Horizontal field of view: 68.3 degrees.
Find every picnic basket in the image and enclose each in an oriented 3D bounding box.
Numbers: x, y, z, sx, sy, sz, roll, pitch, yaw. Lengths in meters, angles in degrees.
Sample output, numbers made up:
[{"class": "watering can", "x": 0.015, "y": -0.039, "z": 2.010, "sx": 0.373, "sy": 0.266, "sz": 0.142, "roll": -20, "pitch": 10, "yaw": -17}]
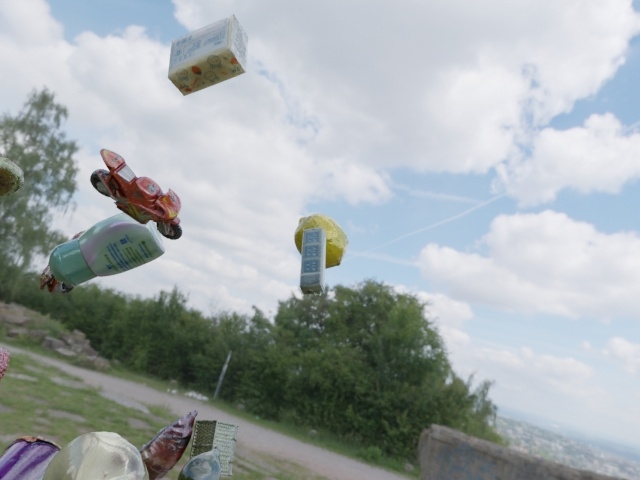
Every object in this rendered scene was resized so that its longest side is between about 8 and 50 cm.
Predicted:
[{"class": "picnic basket", "x": -0.414, "y": 0.823, "z": 1.872, "sx": 0.134, "sy": 0.196, "sz": 0.154, "roll": -18, "pitch": -36, "yaw": 34}]

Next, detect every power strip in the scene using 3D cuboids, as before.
[{"class": "power strip", "x": -0.024, "y": 0.063, "z": 1.585, "sx": 0.078, "sy": 0.272, "sz": 0.052, "roll": -7, "pitch": -38, "yaw": 12}]

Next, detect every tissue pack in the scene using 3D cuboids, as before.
[{"class": "tissue pack", "x": -0.289, "y": -0.479, "z": 1.228, "sx": 0.196, "sy": 0.148, "sz": 0.092, "roll": -14, "pitch": -30, "yaw": 20}]

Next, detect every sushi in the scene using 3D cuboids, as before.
[{"class": "sushi", "x": -0.908, "y": 0.073, "z": 1.755, "sx": 0.124, "sy": 0.332, "sz": 0.130, "roll": -12, "pitch": -48, "yaw": 37}]

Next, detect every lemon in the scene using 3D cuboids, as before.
[{"class": "lemon", "x": 0.000, "y": 0.000, "z": 2.174, "sx": 0.288, "sy": 0.233, "sz": 0.233, "roll": 51, "pitch": -8, "yaw": 12}]

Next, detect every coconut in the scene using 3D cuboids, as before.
[{"class": "coconut", "x": -0.468, "y": 0.513, "z": 0.992, "sx": 0.224, "sy": 0.224, "sz": 0.224, "roll": 15, "pitch": -14, "yaw": 4}]

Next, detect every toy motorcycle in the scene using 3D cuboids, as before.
[{"class": "toy motorcycle", "x": -0.501, "y": -0.120, "z": 1.324, "sx": 0.298, "sy": 0.089, "sz": 0.171, "roll": 37, "pitch": -42, "yaw": -12}]

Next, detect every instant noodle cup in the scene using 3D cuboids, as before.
[{"class": "instant noodle cup", "x": -0.754, "y": 0.644, "z": 1.158, "sx": 0.251, "sy": 0.251, "sz": 0.190, "roll": 15, "pitch": 13, "yaw": 7}]

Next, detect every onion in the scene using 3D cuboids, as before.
[{"class": "onion", "x": -0.554, "y": 0.754, "z": 1.724, "sx": 0.146, "sy": 0.280, "sz": 0.314, "roll": 52, "pitch": -12, "yaw": 10}]

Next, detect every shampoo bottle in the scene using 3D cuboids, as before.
[{"class": "shampoo bottle", "x": -0.714, "y": 0.033, "z": 1.568, "sx": 0.350, "sy": 0.151, "sz": 0.221, "roll": -24, "pitch": -33, "yaw": -11}]

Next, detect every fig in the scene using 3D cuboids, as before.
[{"class": "fig", "x": -0.316, "y": 0.635, "z": 1.305, "sx": 0.117, "sy": 0.117, "sz": 0.177, "roll": 12, "pitch": 28, "yaw": 17}]

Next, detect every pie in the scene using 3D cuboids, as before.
[{"class": "pie", "x": -1.258, "y": -0.233, "z": 1.703, "sx": 0.288, "sy": 0.102, "sz": 0.355, "roll": -27, "pitch": -22, "yaw": 10}]

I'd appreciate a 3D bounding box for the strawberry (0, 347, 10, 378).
[{"class": "strawberry", "x": -0.868, "y": 0.327, "z": 1.190, "sx": 0.131, "sy": 0.148, "sz": 0.131, "roll": -1, "pitch": -53, "yaw": -2}]
